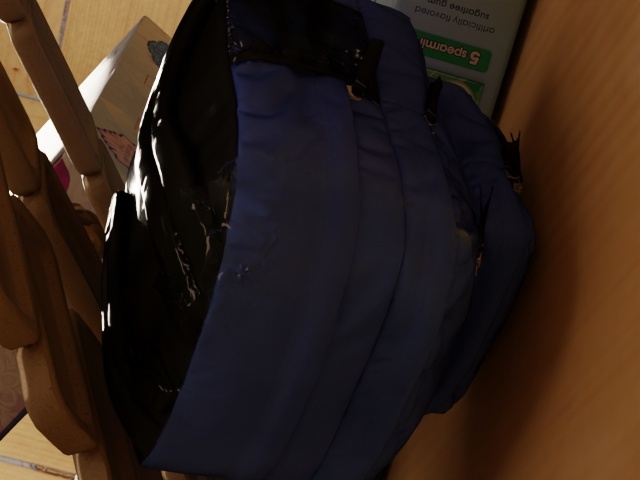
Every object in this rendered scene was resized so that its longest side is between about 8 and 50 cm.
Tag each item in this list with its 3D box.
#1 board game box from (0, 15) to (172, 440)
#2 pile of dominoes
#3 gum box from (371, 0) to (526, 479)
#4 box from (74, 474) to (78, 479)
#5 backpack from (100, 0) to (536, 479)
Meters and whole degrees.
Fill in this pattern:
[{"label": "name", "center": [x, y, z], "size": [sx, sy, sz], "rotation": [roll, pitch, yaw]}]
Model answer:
[{"label": "board game box", "center": [-0.181, 0.046, 0.817], "size": [0.318, 0.066, 0.318], "rotation": [-45, 12, 12]}, {"label": "pile of dominoes", "center": [-0.070, 0.033, 0.457], "size": [0.196, 0.040, 0.251], "rotation": [-106, -5, -53]}, {"label": "gum box", "center": [0.013, -0.014, 0.555], "size": [0.157, 0.041, 0.184], "rotation": [-117, 42, -78]}, {"label": "box", "center": [-0.092, 0.172, 0.790], "size": [0.242, 0.077, 0.307], "rotation": [113, 170, -45]}, {"label": "backpack", "center": [0.000, 0.000, 0.400], "size": [0.120, 0.101, 0.098], "rotation": [-94, 17, -57]}]
